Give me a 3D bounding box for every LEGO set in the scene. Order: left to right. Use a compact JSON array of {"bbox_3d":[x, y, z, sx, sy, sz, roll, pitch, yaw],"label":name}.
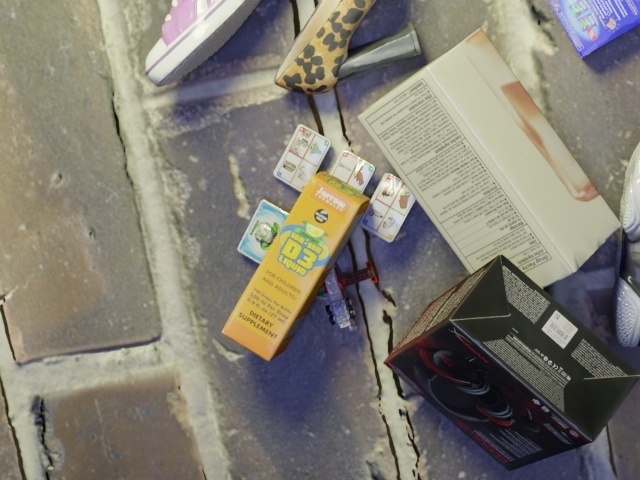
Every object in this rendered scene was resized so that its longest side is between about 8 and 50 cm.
[{"bbox_3d":[0.000,0.000,2.028,0.182,0.060,0.244,30,101,14],"label":"LEGO set"}]

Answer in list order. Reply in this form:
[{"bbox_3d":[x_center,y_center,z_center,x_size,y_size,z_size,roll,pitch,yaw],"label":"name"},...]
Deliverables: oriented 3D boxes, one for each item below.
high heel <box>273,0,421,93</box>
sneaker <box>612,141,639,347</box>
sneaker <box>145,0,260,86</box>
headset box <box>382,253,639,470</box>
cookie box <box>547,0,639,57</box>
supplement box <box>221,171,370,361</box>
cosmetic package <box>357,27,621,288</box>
[{"bbox_3d":[-0.003,-0.310,1.929,0.186,0.093,0.261,-20,110,4],"label":"high heel"},{"bbox_3d":[0.442,0.004,1.935,0.153,0.101,0.268,4,105,6],"label":"sneaker"},{"bbox_3d":[-0.152,-0.333,1.959,0.161,0.102,0.282,41,90,3],"label":"sneaker"},{"bbox_3d":[0.217,0.157,1.909,0.218,0.293,0.110,41,69,-2],"label":"headset box"},{"bbox_3d":[0.342,-0.287,1.927,0.107,0.040,0.091,-30,94,11],"label":"cookie box"},{"bbox_3d":[-0.030,0.031,1.970,0.078,0.080,0.233,31,99,8],"label":"supplement box"},{"bbox_3d":[0.203,-0.084,1.906,0.296,0.129,0.153,55,139,-4],"label":"cosmetic package"}]
